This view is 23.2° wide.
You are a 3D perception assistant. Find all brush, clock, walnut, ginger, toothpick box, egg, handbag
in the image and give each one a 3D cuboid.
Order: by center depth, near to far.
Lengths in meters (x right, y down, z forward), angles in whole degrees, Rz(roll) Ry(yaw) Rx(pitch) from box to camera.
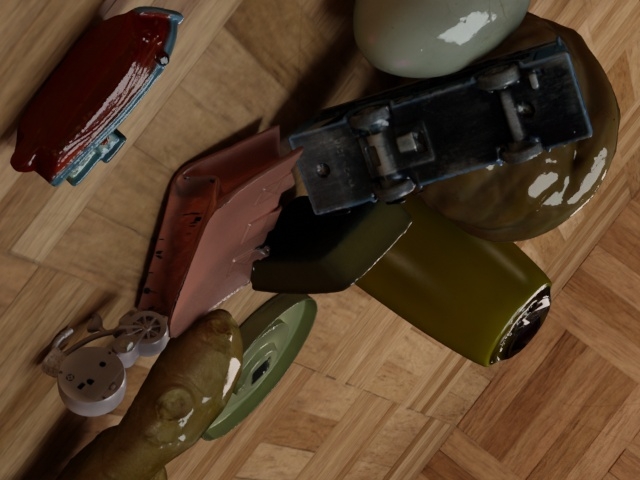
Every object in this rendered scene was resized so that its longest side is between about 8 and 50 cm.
[{"bbox_3d":[-0.208,0.111,1.517,0.129,0.087,0.041,-43,156,-30],"label":"clock"},{"bbox_3d":[0.120,-0.241,1.552,0.209,0.151,0.151,-41,159,-26],"label":"egg"},{"bbox_3d":[-0.103,-0.009,1.596,0.157,0.059,0.212,-34,157,-42],"label":"handbag"},{"bbox_3d":[-0.228,0.263,1.675,0.363,0.122,0.348,-47,179,44],"label":"ginger"},{"bbox_3d":[0.000,0.000,1.708,0.123,0.059,0.197,-46,-158,-26],"label":"brush"},{"bbox_3d":[0.213,-0.134,1.820,0.296,0.285,0.285,21,107,-49],"label":"walnut"},{"bbox_3d":[0.159,0.036,1.990,0.175,0.271,0.175,-46,161,-20],"label":"toothpick box"},{"bbox_3d":[-0.085,0.163,2.028,0.235,0.029,0.235,-46,162,-20],"label":"clock"}]

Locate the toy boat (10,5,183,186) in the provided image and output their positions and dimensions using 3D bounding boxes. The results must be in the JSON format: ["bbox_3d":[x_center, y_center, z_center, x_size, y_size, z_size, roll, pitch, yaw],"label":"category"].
[{"bbox_3d":[-0.168,-0.113,1.205,0.173,0.069,0.059,-52,148,1],"label":"toy boat"}]

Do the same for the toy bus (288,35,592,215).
[{"bbox_3d":[0.125,-0.118,1.605,0.297,0.106,0.131,-16,-166,15],"label":"toy bus"}]
